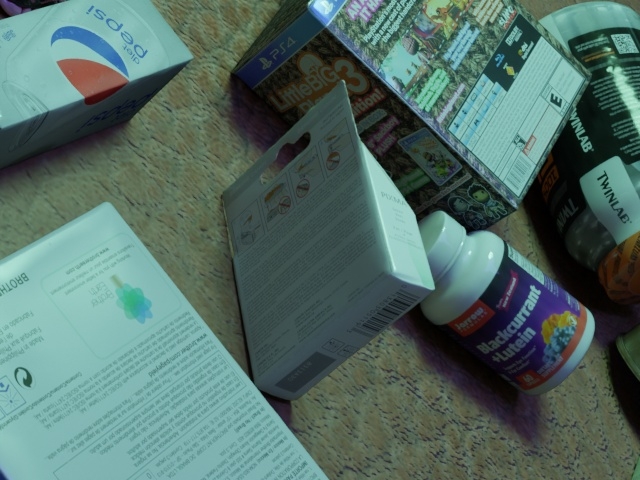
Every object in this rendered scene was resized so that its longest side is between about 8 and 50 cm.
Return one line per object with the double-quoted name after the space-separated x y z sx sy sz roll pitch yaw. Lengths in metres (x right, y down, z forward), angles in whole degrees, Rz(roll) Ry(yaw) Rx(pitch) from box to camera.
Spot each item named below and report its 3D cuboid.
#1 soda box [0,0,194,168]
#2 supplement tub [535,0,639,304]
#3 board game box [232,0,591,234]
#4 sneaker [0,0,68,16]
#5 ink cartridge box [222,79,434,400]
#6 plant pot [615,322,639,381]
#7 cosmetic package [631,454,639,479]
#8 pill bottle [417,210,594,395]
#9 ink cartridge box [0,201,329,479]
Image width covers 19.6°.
-0.232 -0.133 1.544 0.091 0.098 0.286 53 32 5 "soda box"
0.336 -0.098 2.101 0.193 0.193 0.316 11 48 -44 "supplement tub"
0.099 -0.171 1.889 0.291 0.141 0.232 43 48 -11 "board game box"
-0.240 -0.233 1.673 0.047 0.057 0.119 53 31 9 "sneaker"
0.000 0.000 1.610 0.056 0.181 0.224 24 39 -35 "ink cartridge box"
0.438 0.109 2.003 0.167 0.165 0.167 40 17 -15 "plant pot"
0.365 0.241 1.932 0.060 0.041 0.115 45 33 -7 "cosmetic package"
0.166 0.058 1.818 0.193 0.108 0.108 37 34 -18 "pill bottle"
-0.135 0.200 1.272 0.395 0.151 0.270 50 33 3 "ink cartridge box"
